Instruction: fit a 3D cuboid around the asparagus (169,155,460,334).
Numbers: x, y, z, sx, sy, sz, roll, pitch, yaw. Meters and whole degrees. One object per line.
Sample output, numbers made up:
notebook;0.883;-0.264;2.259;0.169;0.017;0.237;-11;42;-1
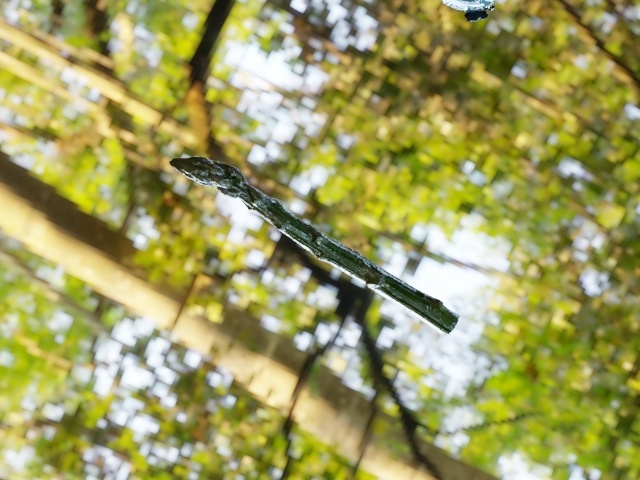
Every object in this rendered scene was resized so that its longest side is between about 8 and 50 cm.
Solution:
asparagus;0.000;0.000;0.778;0.016;0.163;0.016;-51;-151;11

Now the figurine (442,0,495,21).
figurine;0.069;-0.206;0.716;0.205;0.103;0.260;-18;-118;44
